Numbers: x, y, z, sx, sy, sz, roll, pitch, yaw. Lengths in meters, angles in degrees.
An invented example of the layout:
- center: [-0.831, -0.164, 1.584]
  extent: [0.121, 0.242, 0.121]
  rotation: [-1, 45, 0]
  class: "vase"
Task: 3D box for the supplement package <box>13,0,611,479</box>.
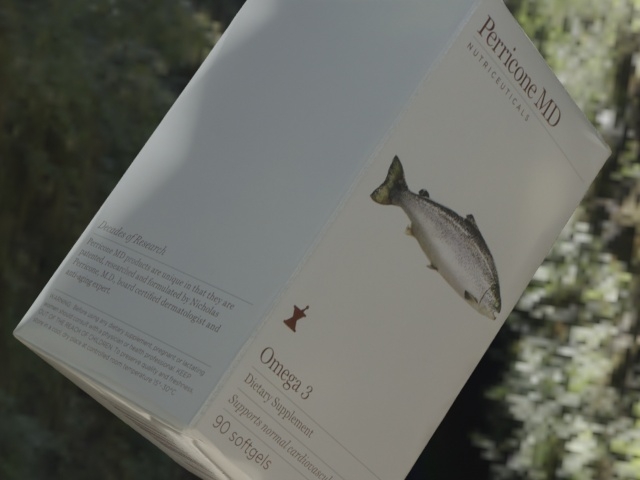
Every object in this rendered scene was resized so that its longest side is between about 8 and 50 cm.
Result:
- center: [0.000, 0.000, 0.624]
  extent: [0.105, 0.179, 0.105]
  rotation: [21, -17, 45]
  class: "supplement package"
